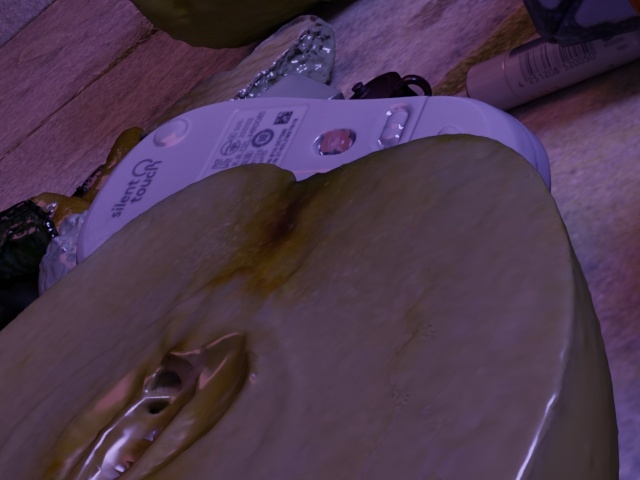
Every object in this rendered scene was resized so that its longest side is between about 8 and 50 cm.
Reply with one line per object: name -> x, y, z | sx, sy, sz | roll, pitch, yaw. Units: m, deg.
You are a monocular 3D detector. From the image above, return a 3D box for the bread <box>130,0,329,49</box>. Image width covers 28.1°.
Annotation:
bread -> -0.070, -0.396, 1.377 | 0.308, 0.348, 0.348 | -14, 34, 31

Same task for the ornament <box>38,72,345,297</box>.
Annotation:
ornament -> -0.092, -0.019, 0.976 | 0.285, 0.130, 0.120 | -42, 36, -1

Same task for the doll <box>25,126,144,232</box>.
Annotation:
doll -> -0.236, -0.033, 1.263 | 0.137, 0.097, 0.209 | -43, 18, 40

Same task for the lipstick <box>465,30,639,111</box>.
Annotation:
lipstick -> 0.164, -0.124, 0.871 | 0.141, 0.040, 0.040 | -20, 31, 43

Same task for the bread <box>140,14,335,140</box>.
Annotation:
bread -> -0.077, -0.121, 1.219 | 0.232, 0.064, 0.172 | -31, 25, 27

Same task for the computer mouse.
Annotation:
computer mouse -> 0.000, 0.000, 0.764 | 0.297, 0.121, 0.184 | -6, 49, 30

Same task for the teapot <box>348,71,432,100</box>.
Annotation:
teapot -> 0.045, -0.110, 1.028 | 0.100, 0.045, 0.068 | -24, 30, 38

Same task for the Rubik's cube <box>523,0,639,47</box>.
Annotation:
Rubik's cube -> 0.229, -0.299, 0.765 | 0.260, 0.255, 0.259 | -9, 38, 36

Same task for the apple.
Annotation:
apple -> -0.052, 0.100, 0.510 | 0.360, 0.320, 0.312 | -53, -14, -39

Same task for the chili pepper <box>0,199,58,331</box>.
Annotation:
chili pepper -> -0.304, 0.094, 1.131 | 0.148, 0.116, 0.264 | 3, 60, 57

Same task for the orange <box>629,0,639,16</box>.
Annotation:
orange -> 0.252, -0.155, 0.527 | 0.261, 0.261, 0.261 | -34, 24, 17
